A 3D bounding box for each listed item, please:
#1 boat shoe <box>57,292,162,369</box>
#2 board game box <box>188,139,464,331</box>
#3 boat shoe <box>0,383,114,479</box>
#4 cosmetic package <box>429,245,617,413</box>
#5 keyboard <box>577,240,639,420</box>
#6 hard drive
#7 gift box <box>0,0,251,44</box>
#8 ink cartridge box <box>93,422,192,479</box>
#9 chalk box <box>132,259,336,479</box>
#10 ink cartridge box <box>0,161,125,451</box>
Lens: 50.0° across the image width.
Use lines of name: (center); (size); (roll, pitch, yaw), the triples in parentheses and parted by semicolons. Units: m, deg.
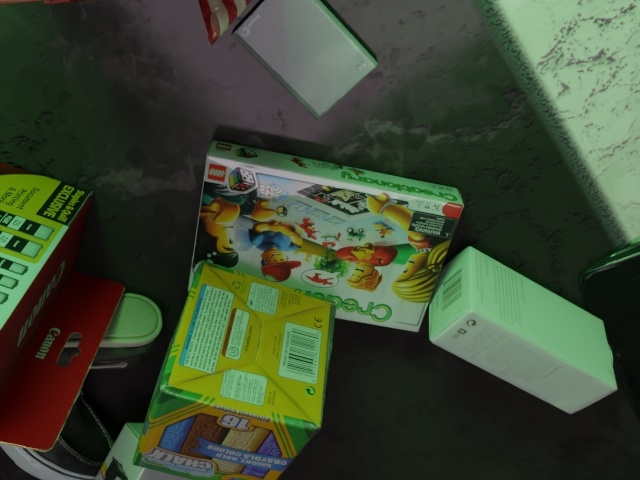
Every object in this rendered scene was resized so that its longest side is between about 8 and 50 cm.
boat shoe: (-0.365, 0.121, 0.845); (0.335, 0.112, 0.095); (6, 134, -29)
board game box: (0.000, 0.000, 0.849); (0.305, 0.053, 0.193); (10, 120, -5)
boat shoe: (-0.383, 0.210, 0.929); (0.119, 0.121, 0.335); (-31, 113, 21)
cosmetic package: (0.255, 0.116, 0.872); (0.231, 0.117, 0.085); (30, 131, -15)
keyboard: (0.492, 0.121, 0.931); (0.201, 0.033, 0.317); (-22, 118, 19)
hard drive: (-0.017, -0.211, 0.748); (0.094, 0.022, 0.135); (-40, 112, 20)
gift box: (-0.166, -0.296, 0.563); (0.255, 0.258, 0.276); (0, 112, 0)
ink cartridge box: (-0.252, 0.351, 0.976); (0.127, 0.072, 0.175); (23, 98, -54)
chalk box: (-0.119, 0.195, 0.865); (0.179, 0.180, 0.289); (18, 137, -11)
ink cartridge box: (-0.360, 0.043, 0.728); (0.271, 0.309, 0.130); (18, 118, -11)
